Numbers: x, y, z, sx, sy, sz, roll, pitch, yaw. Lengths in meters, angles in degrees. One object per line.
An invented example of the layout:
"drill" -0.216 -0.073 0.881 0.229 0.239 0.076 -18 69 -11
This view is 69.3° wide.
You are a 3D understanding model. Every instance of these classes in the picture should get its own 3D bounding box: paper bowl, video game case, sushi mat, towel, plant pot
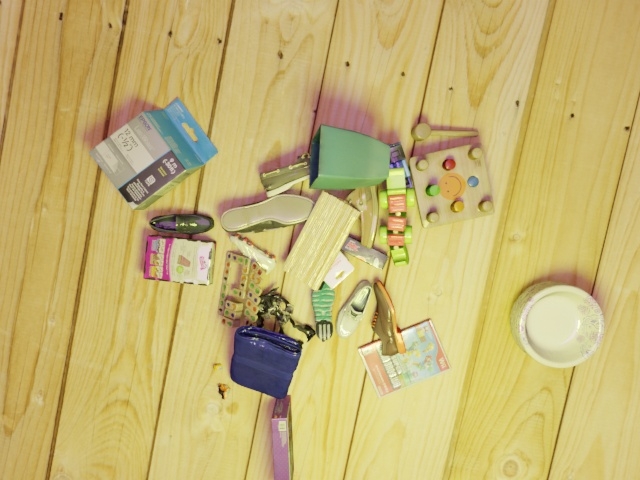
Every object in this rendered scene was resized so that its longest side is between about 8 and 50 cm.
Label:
"paper bowl" 0.802 0.283 1.602 0.285 0.148 0.284 0 94 0
"video game case" 0.304 0.430 1.680 0.285 0.025 0.203 -23 93 2
"sushi mat" 0.000 0.000 1.578 0.152 0.019 0.316 30 98 14
"towel" -0.192 0.416 1.593 0.228 0.076 0.308 19 132 3
"plant pot" 0.095 -0.253 1.481 0.235 0.166 0.165 4 82 -10

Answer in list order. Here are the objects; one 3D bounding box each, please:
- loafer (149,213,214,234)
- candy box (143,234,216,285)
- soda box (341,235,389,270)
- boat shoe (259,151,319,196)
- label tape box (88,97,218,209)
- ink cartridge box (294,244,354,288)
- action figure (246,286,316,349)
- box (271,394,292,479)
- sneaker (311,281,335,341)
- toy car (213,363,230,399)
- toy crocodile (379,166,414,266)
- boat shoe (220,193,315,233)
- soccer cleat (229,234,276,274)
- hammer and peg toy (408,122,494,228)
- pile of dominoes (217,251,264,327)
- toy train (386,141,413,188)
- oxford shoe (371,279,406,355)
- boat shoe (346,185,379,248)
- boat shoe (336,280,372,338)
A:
"loafer" -0.490 -0.057 1.635 0.224 0.078 0.076 0 94 1
"candy box" -0.497 0.069 1.647 0.234 0.071 0.159 7 93 1
"soda box" 0.155 0.043 1.644 0.169 0.053 0.060 27 93 0
"boat shoe" -0.064 -0.250 1.603 0.305 0.109 0.091 -24 98 6
"label tape box" -0.572 -0.304 1.606 0.348 0.115 0.249 -36 92 4
"ink cartridge box" 0.018 0.063 1.624 0.115 0.067 0.198 -43 80 3
"action figure" -0.148 0.274 1.622 0.276 0.141 0.164 42 95 -5
"box" -0.130 0.719 1.616 0.057 0.201 0.293 -2 93 0
"sneaker" 0.005 0.248 1.654 0.083 0.098 0.223 4 69 -3
"toy car" -0.352 0.512 1.682 0.041 0.060 0.121 -12 101 -30
"toy crocodile" 0.256 -0.076 1.553 0.115 0.105 0.340 1 112 9
"boat shoe" -0.182 -0.090 1.634 0.336 0.095 0.112 -10 82 -3
"soccer cleat" -0.248 0.049 1.646 0.196 0.068 0.076 33 96 -4
"hammer and peg toy" 0.445 -0.241 1.585 0.266 0.127 0.361 -11 93 2
"pile of dominoes" -0.289 0.179 1.613 0.196 0.040 0.251 12 95 37
"toy train" 0.264 -0.249 1.599 0.080 0.105 0.184 -18 93 2
"oxford shoe" 0.219 0.275 1.623 0.099 0.097 0.271 -16 87 7
"boat shoe" 0.147 -0.141 1.608 0.110 0.121 0.340 1 83 5
"boat shoe" 0.116 0.248 1.646 0.083 0.076 0.226 22 94 0
